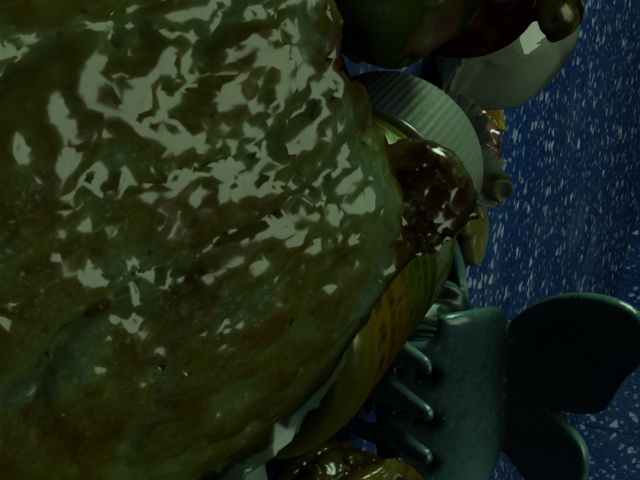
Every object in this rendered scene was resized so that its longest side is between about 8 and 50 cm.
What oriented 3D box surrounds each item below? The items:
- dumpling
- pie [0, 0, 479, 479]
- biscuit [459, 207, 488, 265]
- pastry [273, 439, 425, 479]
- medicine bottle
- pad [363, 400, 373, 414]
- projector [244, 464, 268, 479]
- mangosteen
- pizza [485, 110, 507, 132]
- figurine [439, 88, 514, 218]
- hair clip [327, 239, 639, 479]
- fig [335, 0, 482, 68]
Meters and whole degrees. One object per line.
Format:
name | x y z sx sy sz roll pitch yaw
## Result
dumpling | 0.223 -0.246 1.730 0.260 0.181 0.341 -57 -166 0
pie | -0.130 -0.025 0.756 0.395 0.180 0.418 -48 136 -4
biscuit | 0.230 -0.067 1.993 0.153 0.030 0.234 -52 146 -50
pastry | 0.001 0.327 1.412 0.235 0.132 0.240 7 100 -48
medicine bottle | 0.000 0.000 1.155 0.384 0.224 0.224 -49 143 -56
pad | 0.065 0.139 1.698 0.157 0.003 0.112 72 34 -51
projector | -0.099 0.247 1.238 0.115 0.061 0.147 -57 149 -44
mangosteen | 0.187 -0.297 1.447 0.215 0.257 0.215 11 90 -83
pizza | 0.237 -0.190 1.928 0.109 0.026 0.123 54 43 -29
figurine | 0.125 -0.094 1.538 0.166 0.207 0.387 -59 174 5
hair clip | 0.145 0.176 1.555 0.238 0.392 0.318 -23 128 -33
fig | 0.043 -0.245 1.261 0.275 0.206 0.206 126 -17 -69
